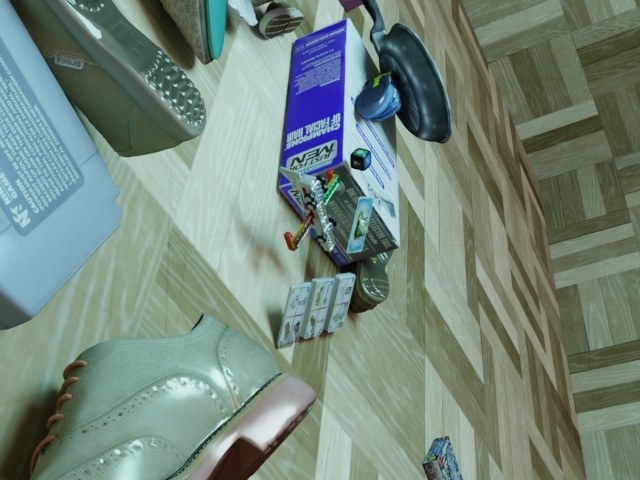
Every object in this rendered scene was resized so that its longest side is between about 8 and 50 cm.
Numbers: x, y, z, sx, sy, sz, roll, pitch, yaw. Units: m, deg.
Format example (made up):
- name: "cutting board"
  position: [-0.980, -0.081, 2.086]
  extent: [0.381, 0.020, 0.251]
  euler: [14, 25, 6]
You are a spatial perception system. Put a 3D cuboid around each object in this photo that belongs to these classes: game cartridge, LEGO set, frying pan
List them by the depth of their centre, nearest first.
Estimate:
- name: "game cartridge"
  position: [-0.260, -0.095, 0.565]
  extent: [0.297, 0.062, 0.198]
  euler: [64, 28, -21]
- name: "LEGO set"
  position: [0.000, 0.000, 1.022]
  extent: [0.182, 0.060, 0.244]
  euler: [-6, 111, -63]
- name: "frying pan"
  position: [0.115, -0.294, 1.252]
  extent: [0.326, 0.053, 0.197]
  euler: [64, -8, -1]

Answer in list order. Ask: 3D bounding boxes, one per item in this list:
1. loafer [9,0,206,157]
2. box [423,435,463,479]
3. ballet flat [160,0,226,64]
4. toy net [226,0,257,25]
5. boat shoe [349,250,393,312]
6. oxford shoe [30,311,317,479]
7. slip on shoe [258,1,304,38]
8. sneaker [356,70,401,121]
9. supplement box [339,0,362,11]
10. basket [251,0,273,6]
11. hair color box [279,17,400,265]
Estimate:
- name: "loafer"
  position: [-0.215, -0.170, 0.682]
  extent: [0.268, 0.092, 0.102]
  euler: [48, 21, -14]
- name: "box"
  position: [0.210, 0.401, 1.328]
  extent: [0.094, 0.027, 0.137]
  euler: [-32, 104, -66]
- name: "ballet flat"
  position: [-0.157, -0.354, 0.896]
  extent: [0.107, 0.106, 0.316]
  euler: [-75, 170, -64]
- name: "toy net"
  position: [-0.151, -0.378, 1.046]
  extent: [0.232, 0.045, 0.122]
  euler: [59, 24, -33]
- name: "boat shoe"
  position: [0.069, 0.034, 1.234]
  extent: [0.064, 0.060, 0.178]
  euler: [28, 43, -18]
- name: "oxford shoe"
  position: [-0.155, 0.159, 0.572]
  extent: [0.146, 0.140, 0.397]
  euler: [44, 24, 12]
- name: "slip on shoe"
  position: [-0.065, -0.333, 1.208]
  extent: [0.041, 0.051, 0.135]
  euler: [45, 27, 1]
- name: "sneaker"
  position: [0.091, -0.201, 1.188]
  extent: [0.059, 0.053, 0.144]
  euler: [65, 24, -19]
- name: "supplement box"
  position: [0.065, -0.507, 1.629]
  extent: [0.043, 0.055, 0.083]
  euler: [44, 35, -47]
- name: "basket"
  position: [-0.091, -0.414, 1.130]
  extent: [0.167, 0.103, 0.113]
  euler: [70, 22, -8]
- name: "hair color box"
  position: [0.035, -0.154, 1.229]
  extent: [0.185, 0.110, 0.339]
  euler: [52, 28, -40]
